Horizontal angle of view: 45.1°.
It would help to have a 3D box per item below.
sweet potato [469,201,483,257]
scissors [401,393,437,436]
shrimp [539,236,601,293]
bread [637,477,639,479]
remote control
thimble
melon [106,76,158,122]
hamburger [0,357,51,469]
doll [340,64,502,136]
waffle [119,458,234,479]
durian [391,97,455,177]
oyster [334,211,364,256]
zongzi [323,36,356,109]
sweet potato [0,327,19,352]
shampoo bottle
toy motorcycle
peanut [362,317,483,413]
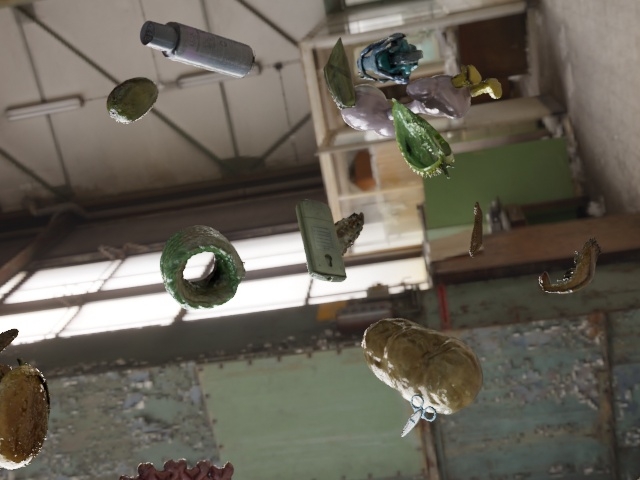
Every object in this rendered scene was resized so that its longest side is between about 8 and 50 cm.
[{"bbox_3d":[0.318,-0.022,1.560,0.026,0.026,0.115,-50,-36,-78],"label":"sweet potato"},{"bbox_3d":[0.179,0.338,1.458,0.014,0.058,0.119,-32,-25,-43],"label":"scissors"},{"bbox_3d":[0.522,0.057,1.615,0.034,0.124,0.178,54,-137,-21],"label":"shrimp"},{"bbox_3d":[0.576,0.436,1.271,0.156,0.064,0.117,-18,-118,-47],"label":"bread"},{"bbox_3d":[0.000,0.000,1.892,0.038,0.098,0.234,-53,38,41],"label":"remote control"},{"bbox_3d":[-0.313,0.071,2.043,0.150,0.219,0.219,-138,32,-61],"label":"thimble"},{"bbox_3d":[-0.463,-0.352,1.912,0.162,0.099,0.099,-53,-41,-45],"label":"melon"},{"bbox_3d":[-0.539,0.300,1.318,0.191,0.117,0.182,2,-100,-84],"label":"hamburger"},{"bbox_3d":[0.179,-0.273,1.561,0.160,0.365,0.094,14,-100,-43],"label":"doll"},{"bbox_3d":[-0.237,0.477,1.299,0.055,0.221,0.234,-137,48,-73],"label":"waffle"},{"bbox_3d":[0.197,-0.179,1.458,0.215,0.086,0.100,57,-176,30],"label":"durian"},{"bbox_3d":[0.078,-0.020,2.227,0.103,0.148,0.051,47,-179,33],"label":"oyster"},{"bbox_3d":[0.046,-0.326,1.521,0.104,0.052,0.113,65,159,17],"label":"zongzi"},{"bbox_3d":[-0.800,0.275,1.727,0.075,0.269,0.075,60,167,23],"label":"sweet potato"},{"bbox_3d":[-0.222,-0.348,1.391,0.214,0.072,0.072,6,-107,-44],"label":"shampoo bottle"},{"bbox_3d":[0.211,-0.547,2.343,0.260,0.206,0.154,-60,-39,-75],"label":"toy motorcycle"},{"bbox_3d":[0.212,0.272,1.727,0.170,0.192,0.387,-63,23,-6],"label":"peanut"}]
